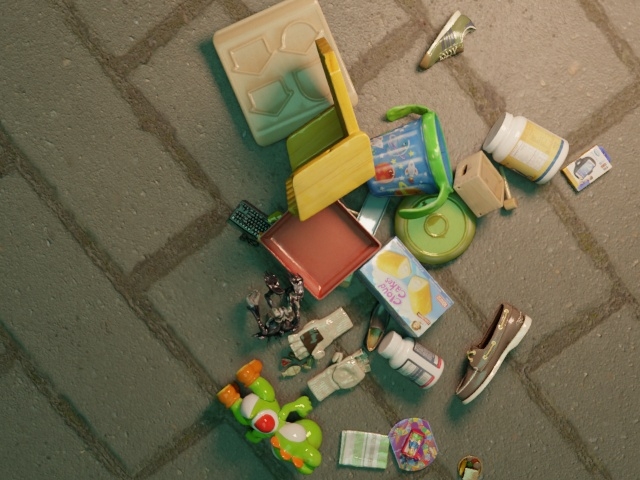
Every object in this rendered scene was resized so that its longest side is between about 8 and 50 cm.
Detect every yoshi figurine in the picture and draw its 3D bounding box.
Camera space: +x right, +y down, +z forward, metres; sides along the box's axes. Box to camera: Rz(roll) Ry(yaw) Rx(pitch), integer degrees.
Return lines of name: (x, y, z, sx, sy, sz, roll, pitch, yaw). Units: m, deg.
yoshi figurine: (-0.129, 0.540, 1.883, 0.362, 0.203, 0.203, 45, 55, 11)

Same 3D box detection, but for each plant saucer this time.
plant saucer: (0.336, -0.045, 1.815, 0.241, 0.037, 0.241, 1, 98, 4)
plant saucer: (0.152, -0.086, 1.828, 0.067, 0.018, 0.192, 25, 72, -1)
plant saucer: (0.000, 0.000, 1.789, 0.258, 0.048, 0.259, 45, 111, -5)

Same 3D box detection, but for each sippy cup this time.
sippy cup: (0.238, -0.222, 1.744, 0.224, 0.305, 0.240, -11, 120, 18)

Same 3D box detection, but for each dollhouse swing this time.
dollhouse swing: (-0.031, -0.298, 1.620, 0.315, 0.347, 0.305, -32, 116, 11)

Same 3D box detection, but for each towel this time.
towel: (0.136, 0.651, 1.934, 0.152, 0.023, 0.113, 6, 97, 1)

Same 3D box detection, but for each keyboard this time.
keyboard: (-0.190, -0.030, 1.873, 0.180, 0.023, 0.108, 36, 96, -1)

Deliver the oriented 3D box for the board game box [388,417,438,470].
board game box: (0.290, 0.633, 1.916, 0.133, 0.033, 0.168, -20, 96, -3)

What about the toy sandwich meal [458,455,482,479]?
toy sandwich meal: (0.465, 0.711, 1.928, 0.086, 0.029, 0.085, 0, 96, 1)

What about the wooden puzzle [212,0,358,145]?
wooden puzzle: (-0.100, -0.490, 1.801, 0.322, 0.080, 0.347, -23, 99, 4)

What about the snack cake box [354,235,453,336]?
snack cake box: (0.241, 0.137, 1.829, 0.152, 0.089, 0.264, -42, 94, -12)

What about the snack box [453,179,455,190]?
snack box: (0.373, -0.097, 1.844, 0.141, 0.037, 0.100, -42, 94, 6)

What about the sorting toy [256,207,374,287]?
sorting toy: (-0.019, -0.014, 1.857, 0.307, 0.041, 0.229, 22, 96, -3)

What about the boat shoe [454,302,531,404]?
boat shoe: (0.493, 0.335, 1.850, 0.097, 0.116, 0.324, 36, 92, 2)

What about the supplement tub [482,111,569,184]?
supplement tub: (0.581, -0.264, 1.769, 0.200, 0.144, 0.144, 29, 96, -1)

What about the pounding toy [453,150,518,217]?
pounding toy: (0.480, -0.149, 1.802, 0.094, 0.181, 0.206, -27, 118, 36)

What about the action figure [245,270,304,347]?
action figure: (-0.127, 0.194, 1.835, 0.164, 0.141, 0.275, -6, 139, -22)

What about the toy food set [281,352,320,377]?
toy food set: (-0.067, 0.368, 1.911, 0.122, 0.019, 0.078, -16, 95, 3)

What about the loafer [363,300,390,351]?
loafer: (0.175, 0.257, 1.873, 0.062, 0.061, 0.170, 14, 95, 1)

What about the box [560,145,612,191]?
box: (0.787, -0.216, 1.828, 0.136, 0.028, 0.081, -37, 94, 6)

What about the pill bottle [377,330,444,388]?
pill bottle: (0.266, 0.351, 1.851, 0.180, 0.108, 0.108, 36, 96, -8)

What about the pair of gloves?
pair of gloves: (0.031, 0.348, 1.882, 0.204, 0.042, 0.240, -25, 97, -5)

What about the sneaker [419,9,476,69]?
sneaker: (0.371, -0.559, 1.783, 0.086, 0.064, 0.192, 35, 92, 3)
